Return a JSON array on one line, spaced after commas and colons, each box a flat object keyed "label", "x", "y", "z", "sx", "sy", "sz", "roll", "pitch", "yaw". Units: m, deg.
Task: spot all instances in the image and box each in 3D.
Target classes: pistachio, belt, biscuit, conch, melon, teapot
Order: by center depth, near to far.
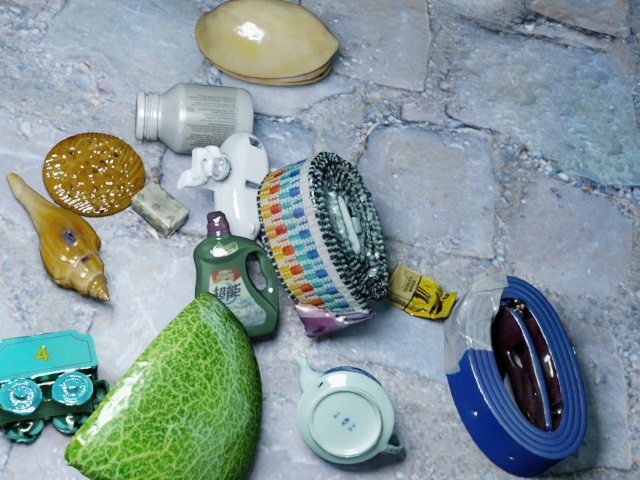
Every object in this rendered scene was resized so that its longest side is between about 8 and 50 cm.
[{"label": "melon", "x": -0.211, "y": 0.245, "z": 1.416, "sx": 0.331, "sy": 0.226, "sz": 0.343, "roll": 43, "pitch": 67, "yaw": -34}, {"label": "teapot", "x": 0.047, "y": 0.278, "z": 1.541, "sx": 0.232, "sy": 0.159, "sz": 0.159, "roll": 40, "pitch": 57, "yaw": -4}, {"label": "conch", "x": -0.452, "y": -0.016, "z": 1.607, "sx": 0.109, "sy": 0.093, "sz": 0.330, "roll": -31, "pitch": 70, "yaw": -22}, {"label": "belt", "x": 0.000, "y": 0.000, "z": 1.640, "sx": 0.207, "sy": 0.161, "sz": 0.295, "roll": -37, "pitch": 108, "yaw": -57}, {"label": "belt", "x": 0.340, "y": 0.237, "z": 1.649, "sx": 0.213, "sy": 0.117, "sz": 0.346, "roll": -3, "pitch": 61, "yaw": -18}, {"label": "biscuit", "x": -0.421, "y": -0.126, "z": 1.723, "sx": 0.188, "sy": 0.027, "sz": 0.187, "roll": 7, "pitch": 58, "yaw": -11}, {"label": "pistachio", "x": -0.111, "y": -0.410, "z": 1.904, "sx": 0.293, "sy": 0.162, "sz": 0.181, "roll": 12, "pitch": 74, "yaw": -12}]

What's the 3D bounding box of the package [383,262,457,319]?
[{"label": "package", "x": 0.182, "y": 0.101, "z": 1.730, "sx": 0.131, "sy": 0.047, "sz": 0.071, "roll": 25, "pitch": 51, "yaw": 2}]

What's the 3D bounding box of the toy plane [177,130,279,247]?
[{"label": "toy plane", "x": -0.152, "y": -0.081, "z": 1.689, "sx": 0.245, "sy": 0.117, "sz": 0.244, "roll": 14, "pitch": 69, "yaw": -41}]

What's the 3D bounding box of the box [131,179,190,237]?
[{"label": "box", "x": -0.294, "y": -0.057, "z": 1.704, "sx": 0.098, "sy": 0.045, "sz": 0.062, "roll": 38, "pitch": 58, "yaw": 9}]

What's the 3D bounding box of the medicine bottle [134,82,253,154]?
[{"label": "medicine bottle", "x": -0.243, "y": -0.231, "z": 1.770, "sx": 0.215, "sy": 0.135, "sz": 0.135, "roll": 2, "pitch": 59, "yaw": -13}]

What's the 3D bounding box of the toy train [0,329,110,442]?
[{"label": "toy train", "x": -0.436, "y": 0.224, "z": 1.459, "sx": 0.198, "sy": 0.107, "sz": 0.154, "roll": -6, "pitch": 53, "yaw": -19}]

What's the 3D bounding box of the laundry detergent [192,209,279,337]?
[{"label": "laundry detergent", "x": -0.148, "y": 0.057, "z": 1.593, "sx": 0.144, "sy": 0.078, "sz": 0.221, "roll": -8, "pitch": 93, "yaw": -13}]
